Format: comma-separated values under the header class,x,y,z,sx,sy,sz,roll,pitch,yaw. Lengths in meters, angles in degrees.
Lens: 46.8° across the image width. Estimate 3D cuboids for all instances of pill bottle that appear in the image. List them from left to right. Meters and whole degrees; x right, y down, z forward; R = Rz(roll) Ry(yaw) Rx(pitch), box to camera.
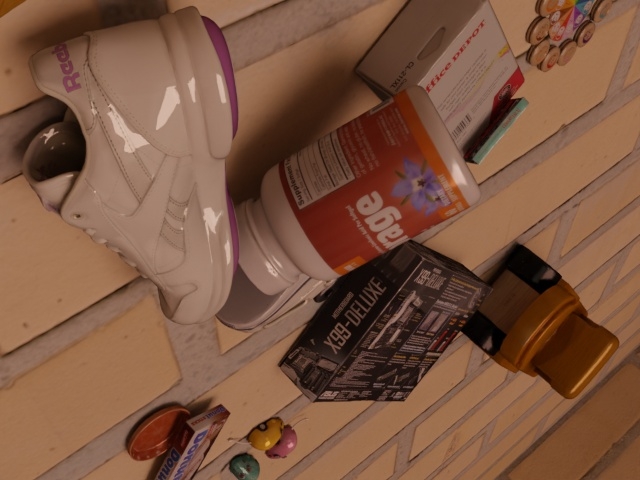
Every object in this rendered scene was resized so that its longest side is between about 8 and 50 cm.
class,x,y,z,sx,sy,sz,roll,pitch,yaw
pill bottle,0.025,-0.038,0.676,0.216,0.121,0.121,-29,152,13

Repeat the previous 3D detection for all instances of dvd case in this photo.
class,x,y,z,sx,sy,sz,roll,pitch,yaw
dvd case,0.193,-0.127,0.858,0.087,0.013,0.119,-51,-172,4

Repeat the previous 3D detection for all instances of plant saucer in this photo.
class,x,y,z,sx,sy,sz,roll,pitch,yaw
plant saucer,-0.193,0.228,0.881,0.083,0.013,0.083,-32,146,-24

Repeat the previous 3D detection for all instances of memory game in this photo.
class,x,y,z,sx,sy,sz,roll,pitch,yaw
memory game,0.326,-0.298,0.938,0.186,0.012,0.186,-33,147,-25

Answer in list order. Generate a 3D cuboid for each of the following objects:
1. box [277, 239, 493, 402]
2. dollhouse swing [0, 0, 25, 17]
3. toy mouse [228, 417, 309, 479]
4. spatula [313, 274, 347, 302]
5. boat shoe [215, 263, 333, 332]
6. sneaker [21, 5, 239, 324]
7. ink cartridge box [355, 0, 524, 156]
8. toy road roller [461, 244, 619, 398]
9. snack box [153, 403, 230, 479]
class,x,y,z,sx,sy,sz,roll,pitch,yaw
box,0.109,0.124,1.084,0.242,0.076,0.307,-54,149,10
dollhouse swing,-0.175,-0.251,0.188,0.315,0.305,0.346,-33,-161,49
toy mouse,-0.082,0.325,1.115,0.161,0.031,0.143,-17,138,-42
spatula,0.090,-0.036,0.921,0.296,0.030,0.084,-47,152,-2
boat shoe,0.000,0.000,0.789,0.267,0.096,0.088,-47,161,-8
sneaker,-0.143,-0.039,0.578,0.152,0.114,0.305,-13,139,-17
ink cartridge box,0.131,-0.173,0.773,0.127,0.072,0.175,-50,150,5
toy road roller,0.423,0.178,1.382,0.202,0.240,0.329,-51,150,5
snack box,-0.174,0.282,0.940,0.064,0.022,0.178,-16,142,-53
